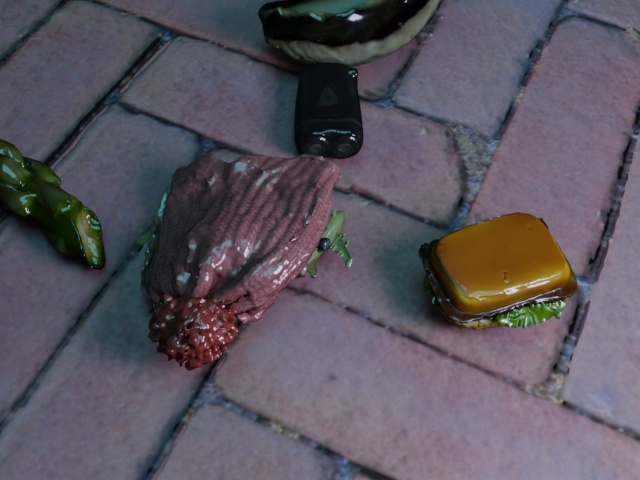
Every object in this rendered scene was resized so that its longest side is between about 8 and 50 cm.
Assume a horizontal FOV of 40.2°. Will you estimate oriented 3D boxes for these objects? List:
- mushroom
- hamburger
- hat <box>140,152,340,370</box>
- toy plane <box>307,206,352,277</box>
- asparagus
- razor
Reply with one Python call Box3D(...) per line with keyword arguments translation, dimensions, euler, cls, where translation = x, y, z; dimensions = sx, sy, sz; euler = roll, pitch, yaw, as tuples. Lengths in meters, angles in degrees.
Box3D(translation=(0.058, -0.363, 1.278), dimensions=(0.248, 0.130, 0.344), euler=(11, 50, 25), cls="mushroom")
Box3D(translation=(0.198, 0.045, 0.988), dimensions=(0.166, 0.087, 0.137), euler=(-12, 55, -10), cls="hamburger")
Box3D(translation=(-0.108, 0.020, 0.981), dimensions=(0.237, 0.107, 0.286), euler=(-7, 47, 27), cls="hat")
Box3D(translation=(0.000, 0.000, 1.042), dimensions=(0.102, 0.040, 0.111), euler=(19, 55, 24), cls="toy plane")
Box3D(translation=(-0.356, -0.065, 1.052), dimensions=(0.287, 0.080, 0.080), euler=(30, 57, 19), cls="asparagus")
Box3D(translation=(0.010, -0.172, 1.164), dimensions=(0.090, 0.054, 0.148), euler=(1, 52, -2), cls="razor")
